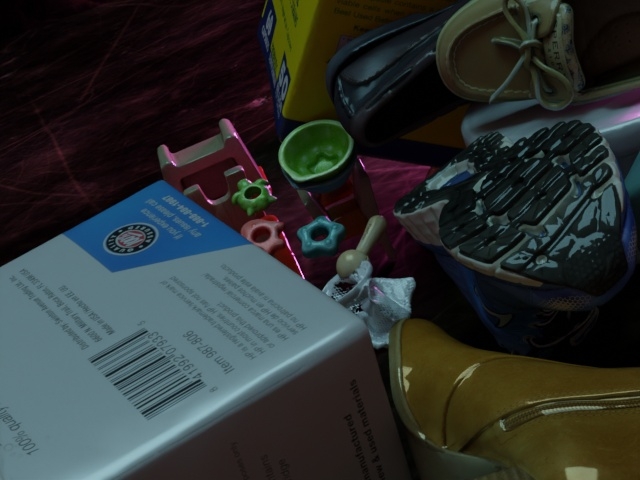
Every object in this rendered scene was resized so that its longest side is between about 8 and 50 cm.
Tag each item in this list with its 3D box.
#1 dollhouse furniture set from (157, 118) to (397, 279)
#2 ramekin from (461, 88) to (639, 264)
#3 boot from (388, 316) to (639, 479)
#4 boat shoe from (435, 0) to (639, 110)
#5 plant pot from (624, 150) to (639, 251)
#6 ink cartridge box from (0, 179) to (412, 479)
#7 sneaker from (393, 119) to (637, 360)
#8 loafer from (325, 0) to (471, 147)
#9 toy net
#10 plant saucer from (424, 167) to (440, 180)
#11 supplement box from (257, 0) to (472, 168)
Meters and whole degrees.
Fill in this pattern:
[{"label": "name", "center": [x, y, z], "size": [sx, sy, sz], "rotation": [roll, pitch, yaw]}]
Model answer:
[{"label": "dollhouse furniture set", "center": [-0.076, 0.000, 1.596], "size": [0.262, 0.135, 0.259], "rotation": [-23, 29, -1]}, {"label": "ramekin", "center": [0.259, -0.082, 1.364], "size": [0.273, 0.127, 0.273], "rotation": [-21, 18, 7]}, {"label": "boot", "center": [0.157, 0.108, 1.028], "size": [0.211, 0.104, 0.295], "rotation": [-16, 22, 2]}, {"label": "boat shoe", "center": [0.216, -0.160, 1.263], "size": [0.285, 0.104, 0.089], "rotation": [-14, 18, 22]}, {"label": "plant pot", "center": [0.330, -0.041, 1.122], "size": [0.234, 0.165, 0.165], "rotation": [-19, 18, 32]}, {"label": "ink cartridge box", "center": [-0.184, 0.155, 1.082], "size": [0.395, 0.166, 0.285], "rotation": [-29, 33, -19]}, {"label": "sneaker", "center": [0.157, 0.008, 1.164], "size": [0.130, 0.147, 0.330], "rotation": [-39, 9, -2]}, {"label": "loafer", "center": [0.150, -0.162, 1.390], "size": [0.303, 0.109, 0.095], "rotation": [-26, 37, 10]}, {"label": "toy net", "center": [0.000, 0.000, 1.403], "size": [0.122, 0.045, 0.232], "rotation": [-22, 47, -2]}, {"label": "plant saucer", "center": [0.199, -0.086, 1.591], "size": [0.241, 0.037, 0.241], "rotation": [-21, 18, 7]}, {"label": "supplement box", "center": [0.085, -0.268, 1.485], "size": [0.195, 0.356, 0.194], "rotation": [8, 34, -15]}]
